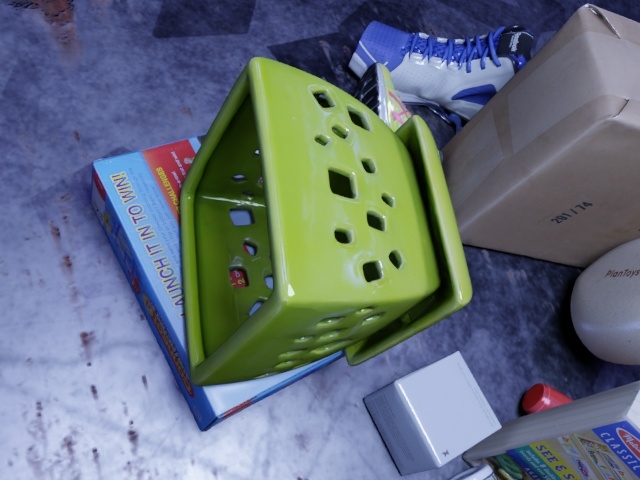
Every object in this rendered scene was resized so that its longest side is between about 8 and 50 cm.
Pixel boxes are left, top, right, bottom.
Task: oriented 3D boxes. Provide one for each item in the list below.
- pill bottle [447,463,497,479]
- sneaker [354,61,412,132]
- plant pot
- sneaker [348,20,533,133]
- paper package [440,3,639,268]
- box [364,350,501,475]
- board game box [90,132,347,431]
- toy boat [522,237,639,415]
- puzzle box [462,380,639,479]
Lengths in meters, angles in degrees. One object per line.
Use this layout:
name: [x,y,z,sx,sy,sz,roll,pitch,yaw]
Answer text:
pill bottle: [0.187,0.318,0.684,0.065,0.065,0.116,-17,72,-29]
sneaker: [0.110,-0.163,0.902,0.094,0.081,0.208,-5,77,-25]
plant pot: [0.000,0.000,0.580,0.207,0.228,0.227,5,62,-27]
sneaker: [0.221,-0.270,0.938,0.316,0.182,0.127,29,55,-7]
paper package: [0.371,-0.108,0.832,0.310,0.325,0.168,11,61,-18]
box: [0.127,0.199,0.708,0.102,0.087,0.101,-19,73,-29]
board game box: [-0.065,0.013,0.727,0.302,0.086,0.308,-21,74,-30]
toy boat: [0.404,0.140,0.798,0.148,0.267,0.318,36,87,-4]
puzzle box: [0.370,0.337,0.627,0.409,0.272,0.052,46,56,6]
